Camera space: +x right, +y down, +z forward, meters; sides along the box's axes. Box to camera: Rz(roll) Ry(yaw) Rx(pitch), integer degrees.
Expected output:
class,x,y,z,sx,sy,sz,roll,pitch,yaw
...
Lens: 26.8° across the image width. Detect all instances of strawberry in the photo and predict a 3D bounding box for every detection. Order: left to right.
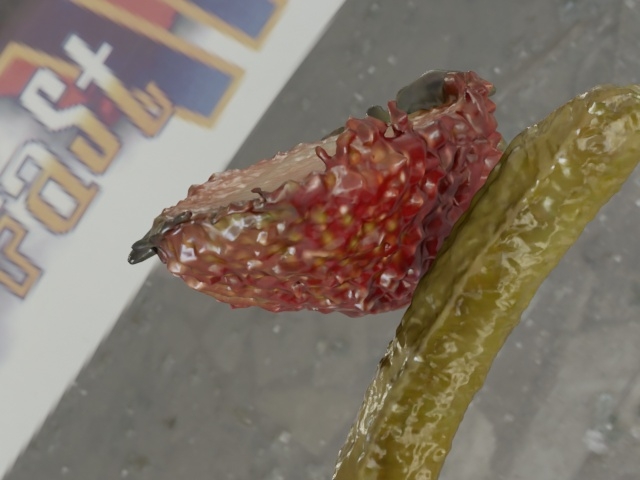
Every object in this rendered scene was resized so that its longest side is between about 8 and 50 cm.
class,x,y,z,sx,sy,sz,roll,pitch,yaw
strawberry,0.000,0.000,0.836,0.233,0.137,0.306,-21,8,27

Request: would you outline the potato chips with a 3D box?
class,x,y,z,sx,sy,sz,roll,pitch,yaw
potato chips,0.071,0.078,0.763,0.407,0.057,0.080,-64,27,19
